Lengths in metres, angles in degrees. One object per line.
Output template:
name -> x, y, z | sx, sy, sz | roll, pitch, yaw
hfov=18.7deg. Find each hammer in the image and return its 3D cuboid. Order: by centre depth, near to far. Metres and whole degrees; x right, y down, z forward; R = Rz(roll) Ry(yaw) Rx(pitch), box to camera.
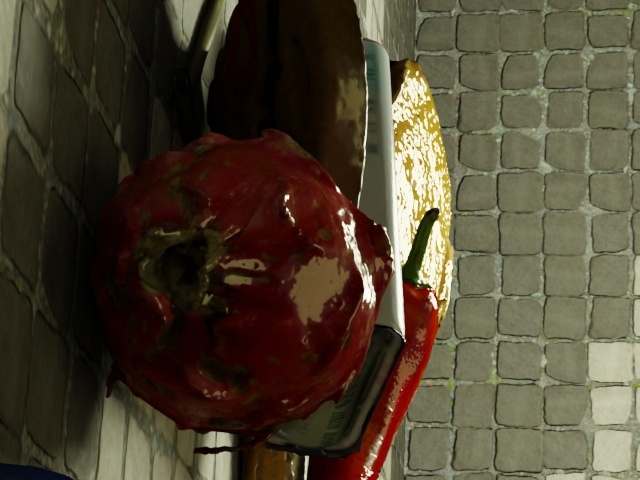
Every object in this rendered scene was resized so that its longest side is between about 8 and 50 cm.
hammer -> -0.098, -0.159, 1.623 | 0.199, 0.013, 0.062 | -78, 166, -55

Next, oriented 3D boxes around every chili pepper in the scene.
chili pepper -> 0.055, 0.152, 1.894 | 0.137, 0.092, 0.368 | 131, -22, -64

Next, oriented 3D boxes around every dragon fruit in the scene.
dragon fruit -> -0.057, 0.026, 1.268 | 0.268, 0.210, 0.205 | 36, 35, -73

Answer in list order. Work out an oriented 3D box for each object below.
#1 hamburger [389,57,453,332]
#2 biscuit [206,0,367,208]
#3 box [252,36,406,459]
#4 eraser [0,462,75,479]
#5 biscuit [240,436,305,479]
hamburger -> 0.048, -0.037, 2.103 | 0.304, 0.174, 0.284 | -80, 164, -53
biscuit -> -0.045, -0.062, 1.528 | 0.314, 0.063, 0.367 | -120, -146, -54
box -> 0.000, 0.000, 1.751 | 0.190, 0.112, 0.370 | 109, -13, -45
eraser -> -0.136, 0.210, 0.994 | 0.332, 0.101, 0.155 | 71, 20, -71
biscuit -> -0.045, 0.211, 1.855 | 0.094, 0.054, 0.379 | 50, 40, -79
